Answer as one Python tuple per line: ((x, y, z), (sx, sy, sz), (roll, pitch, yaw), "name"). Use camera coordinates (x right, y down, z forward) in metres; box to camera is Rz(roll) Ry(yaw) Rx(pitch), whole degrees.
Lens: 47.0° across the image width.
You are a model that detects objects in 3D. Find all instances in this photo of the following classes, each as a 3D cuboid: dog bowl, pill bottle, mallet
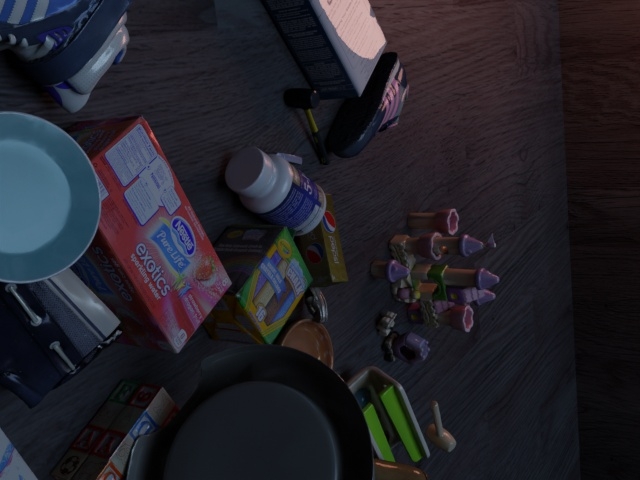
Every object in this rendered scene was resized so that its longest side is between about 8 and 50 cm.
((-0.085, 0.321, 0.994), (0.102, 0.348, 0.349), (55, 48, -57), "dog bowl")
((-0.081, -0.090, 1.316), (0.186, 0.112, 0.112), (34, 65, -52), "pill bottle")
((-0.006, -0.224, 1.463), (0.039, 0.062, 0.190), (-60, 138, -33), "mallet")

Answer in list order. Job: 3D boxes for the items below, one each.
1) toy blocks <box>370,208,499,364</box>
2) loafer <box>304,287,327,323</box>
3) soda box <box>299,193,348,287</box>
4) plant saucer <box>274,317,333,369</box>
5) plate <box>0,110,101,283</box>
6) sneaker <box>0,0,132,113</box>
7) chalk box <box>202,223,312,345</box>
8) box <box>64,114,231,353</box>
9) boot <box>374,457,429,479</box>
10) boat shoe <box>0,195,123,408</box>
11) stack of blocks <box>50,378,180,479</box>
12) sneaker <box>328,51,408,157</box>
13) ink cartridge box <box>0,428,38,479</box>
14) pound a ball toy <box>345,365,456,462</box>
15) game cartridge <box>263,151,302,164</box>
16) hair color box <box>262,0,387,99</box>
((0.307, 0.113, 1.773), (0.309, 0.260, 0.289), (-46, 129, -44), "toy blocks")
((-0.021, 0.107, 1.468), (0.039, 0.045, 0.125), (-2, 72, -41), "loafer")
((0.000, 0.000, 1.449), (0.061, 0.058, 0.181), (3, 74, -57), "soda box")
((-0.043, 0.253, 1.463), (0.200, 0.037, 0.200), (-4, 95, -55), "plant saucer")
((-0.332, -0.047, 0.804), (0.188, 0.024, 0.188), (6, 81, -41), "plate")
((-0.363, -0.239, 0.877), (0.323, 0.130, 0.236), (-45, 135, -37), "sneaker")
((-0.111, 0.059, 1.264), (0.213, 0.132, 0.132), (-55, 134, -37), "chalk box")
((-0.268, -0.006, 1.018), (0.154, 0.142, 0.300), (-55, 135, -38), "box")
((0.088, 0.432, 1.468), (0.269, 0.236, 0.089), (74, 19, -45), "boot")
((-0.394, 0.054, 0.864), (0.158, 0.127, 0.340), (-49, 121, -21), "boat shoe")
((-0.249, 0.375, 1.119), (0.171, 0.087, 0.297), (-57, 136, -37), "stack of blocks")
((0.123, -0.270, 1.609), (0.131, 0.112, 0.319), (57, 49, -37), "sneaker")
((-0.430, 0.276, 0.854), (0.134, 0.078, 0.231), (-50, 131, -42), "ink cartridge box")
((0.168, 0.413, 1.675), (0.208, 0.135, 0.319), (-40, 129, -21), "pound a ball toy")
((-0.074, -0.154, 1.374), (0.083, 0.056, 0.017), (3, 97, -57), "game cartridge")
((-0.003, -0.457, 1.415), (0.347, 0.105, 0.174), (56, 48, -42), "hair color box")
